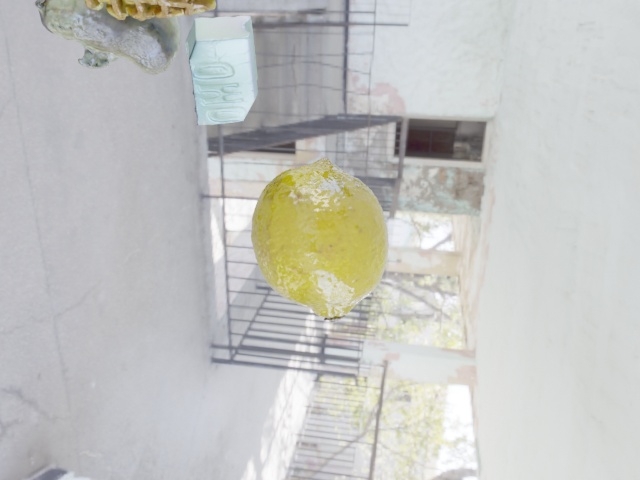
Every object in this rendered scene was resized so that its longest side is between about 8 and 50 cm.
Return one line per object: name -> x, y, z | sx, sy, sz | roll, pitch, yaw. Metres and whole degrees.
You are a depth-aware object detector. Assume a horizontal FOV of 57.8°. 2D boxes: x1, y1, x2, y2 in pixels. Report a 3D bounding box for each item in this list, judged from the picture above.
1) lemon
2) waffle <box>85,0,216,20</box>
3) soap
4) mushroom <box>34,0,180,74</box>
lemon -> 0.000, 0.000, 0.463 | 0.109, 0.109, 0.132 | 19, 64, -81
waffle -> -0.181, -0.284, 0.563 | 0.191, 0.191, 0.038 | 79, 12, -60
soap -> -0.206, -0.344, 1.212 | 0.230, 0.145, 0.091 | 90, -5, -54
mushroom -> -0.447, -0.486, 1.310 | 0.344, 0.130, 0.247 | 26, 94, -56
